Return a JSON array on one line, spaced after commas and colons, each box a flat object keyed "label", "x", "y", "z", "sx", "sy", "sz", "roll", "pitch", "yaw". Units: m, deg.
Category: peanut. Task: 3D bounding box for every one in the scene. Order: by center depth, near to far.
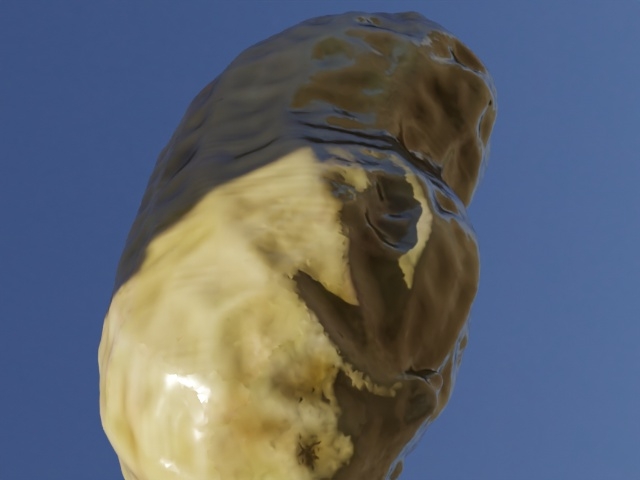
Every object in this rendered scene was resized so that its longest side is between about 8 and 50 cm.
[{"label": "peanut", "x": 0.000, "y": 0.000, "z": 0.733, "sx": 0.140, "sy": 0.153, "sz": 0.325, "roll": 59, "pitch": -147, "yaw": -26}]
